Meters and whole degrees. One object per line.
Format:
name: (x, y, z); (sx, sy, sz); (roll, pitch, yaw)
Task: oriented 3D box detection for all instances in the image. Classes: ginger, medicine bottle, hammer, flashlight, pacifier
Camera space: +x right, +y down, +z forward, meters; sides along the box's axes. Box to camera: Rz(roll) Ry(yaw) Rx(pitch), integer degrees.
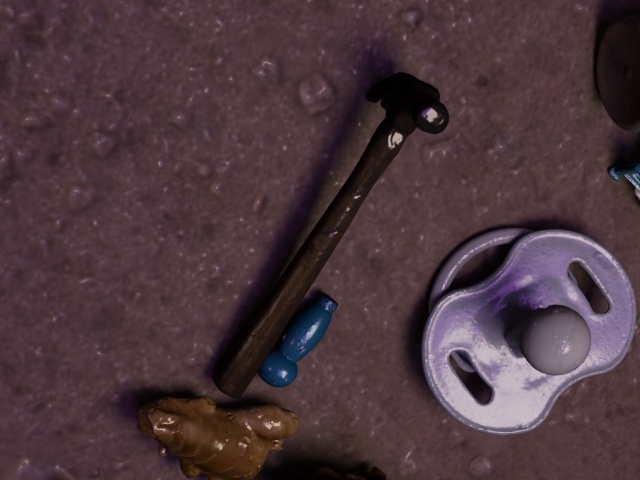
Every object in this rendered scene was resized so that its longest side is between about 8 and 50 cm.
ginger: (-0.131, 0.240, 1.532); (0.205, 0.081, 0.115); (10, 135, -24)
medicine bottle: (0.511, -0.219, 1.555); (0.322, 0.151, 0.151); (-9, 110, -16)
hammer: (0.000, 0.000, 1.473); (0.044, 0.168, 0.440); (27, 105, -21)
flashlight: (-0.026, 0.122, 1.542); (0.051, 0.051, 0.129); (37, 93, -25)
pacifier: (0.258, 0.102, 1.542); (0.287, 0.226, 0.238); (-33, 96, -7)

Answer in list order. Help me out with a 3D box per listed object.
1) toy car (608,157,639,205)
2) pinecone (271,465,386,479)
toy car: (0.453, -0.106, 1.598); (0.098, 0.126, 0.161); (42, 85, -8)
pinecone: (0.010, 0.398, 1.532); (0.244, 0.244, 0.309); (41, 62, -25)
